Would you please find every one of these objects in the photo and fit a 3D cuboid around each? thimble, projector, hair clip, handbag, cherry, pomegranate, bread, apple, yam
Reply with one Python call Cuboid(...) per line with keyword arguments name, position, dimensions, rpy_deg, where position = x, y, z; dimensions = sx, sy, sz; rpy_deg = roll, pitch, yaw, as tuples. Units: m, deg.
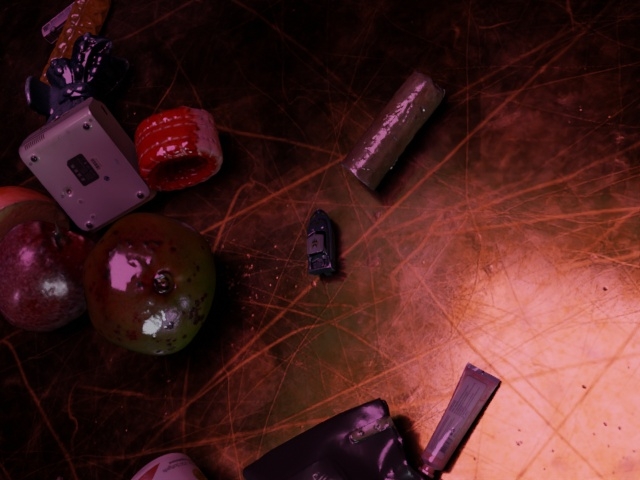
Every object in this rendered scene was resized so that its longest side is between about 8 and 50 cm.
Cuboid(name="thimble", position=(-0.311, -0.201, 2.039), dimensions=(0.189, 0.163, 0.125), rpy_deg=(-23, 63, 15))
Cuboid(name="projector", position=(-0.511, -0.162, 2.070), dimensions=(0.198, 0.250, 0.108), rpy_deg=(-28, 27, 13))
Cuboid(name="hair clip", position=(-0.567, -0.328, 2.219), dimensions=(0.206, 0.194, 0.310), rpy_deg=(-9, 63, 10))
Cuboid(name="handbag", position=(0.057, 0.451, 1.600), dimensions=(0.288, 0.152, 0.342), rpy_deg=(-39, 59, 5))
Cuboid(name="cherry", position=(-0.600, 0.084, 2.027), dimensions=(0.300, 0.230, 0.203), rpy_deg=(-56, 33, 27))
Cuboid(name="pomegranate", position=(-0.345, 0.102, 1.911), dimensions=(0.290, 0.323, 0.291), rpy_deg=(3, 67, -7))
Cuboid(name="bread", position=(-0.626, -0.493, 2.362), dimensions=(0.084, 0.077, 0.368), rpy_deg=(13, 75, 29))
Cuboid(name="apple", position=(-0.736, -0.015, 2.116), dimensions=(0.163, 0.251, 0.293), rpy_deg=(41, 93, 28))
Cuboid(name="yam", position=(0.148, -0.224, 1.868), dimensions=(0.093, 0.093, 0.259), rpy_deg=(37, 88, 32))

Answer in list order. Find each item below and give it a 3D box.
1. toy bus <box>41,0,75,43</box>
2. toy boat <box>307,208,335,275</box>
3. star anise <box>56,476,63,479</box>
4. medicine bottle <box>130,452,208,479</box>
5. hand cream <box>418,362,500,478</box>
Cuboid(name="toy bus", position=(-0.671, -0.574, 2.441), dimensions=(0.130, 0.037, 0.052), rpy_deg=(-36, 57, 8))
Cuboid(name="toy boat", position=(0.000, 0.000, 1.869), dimensions=(0.055, 0.060, 0.141), rpy_deg=(-14, 61, 22))
Cuboid(name="star anise", position=(-0.560, 0.583, 1.895), dimensions=(0.195, 0.065, 0.182), rpy_deg=(-31, 61, 7))
Cuboid(name="medicine bottle", position=(-0.226, 0.536, 1.697), dimensions=(0.157, 0.157, 0.288), rpy_deg=(-49, 57, 0))
Cuboid(name="hand cream", position=(0.235, 0.318, 1.635), dimensions=(0.067, 0.043, 0.210), rpy_deg=(27, 78, 29))
